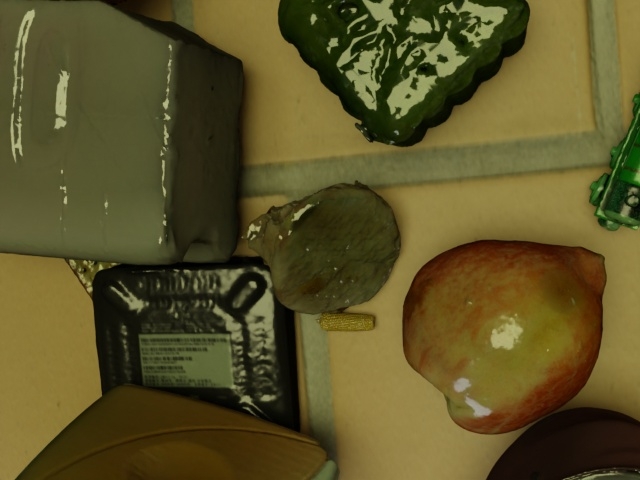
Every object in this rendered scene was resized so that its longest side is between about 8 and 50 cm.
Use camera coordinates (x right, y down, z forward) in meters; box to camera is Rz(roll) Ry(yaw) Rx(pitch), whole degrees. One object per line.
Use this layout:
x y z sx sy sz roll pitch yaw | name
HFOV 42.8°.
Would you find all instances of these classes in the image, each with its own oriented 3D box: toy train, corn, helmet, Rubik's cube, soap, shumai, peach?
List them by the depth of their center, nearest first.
0.392 -0.127 0.960 0.085 0.119 0.251 21 98 12 | toy train
0.307 0.340 0.970 0.270 0.197 0.338 22 123 4 | helmet
0.226 0.097 0.970 0.256 0.232 0.232 -43 82 5 | peach
-0.193 0.424 1.000 0.347 0.352 0.352 16 112 9 | Rubik's cube
0.000 0.000 1.080 0.201 0.201 0.120 -53 38 12 | shumai
-0.327 -0.149 1.082 0.435 0.213 0.351 7 91 20 | soap
0.034 0.111 1.120 0.083 0.027 0.028 0 61 14 | corn

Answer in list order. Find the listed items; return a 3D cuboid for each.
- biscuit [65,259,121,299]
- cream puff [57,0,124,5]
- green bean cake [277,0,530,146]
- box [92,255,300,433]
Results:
-0.266 0.001 1.200 0.231 0.016 0.139 -37 84 14 | biscuit
-0.296 -0.445 1.072 0.303 0.212 0.303 -4 84 48 | cream puff
0.100 -0.271 1.012 0.247 0.156 0.250 -41 82 12 | green bean cake
-0.178 0.166 1.154 0.289 0.073 0.289 -2 96 13 | box
